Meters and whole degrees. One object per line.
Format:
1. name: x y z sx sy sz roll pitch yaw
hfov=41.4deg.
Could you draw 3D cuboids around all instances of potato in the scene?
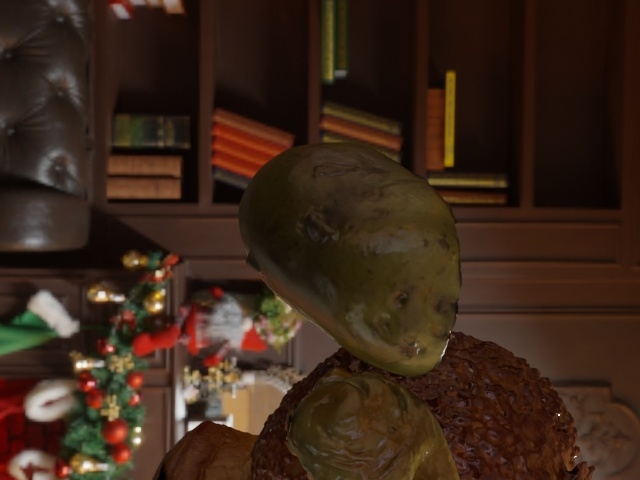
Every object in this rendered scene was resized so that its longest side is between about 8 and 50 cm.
1. potato: 0.000 0.000 0.729 0.271 0.111 0.160 42 -59 50

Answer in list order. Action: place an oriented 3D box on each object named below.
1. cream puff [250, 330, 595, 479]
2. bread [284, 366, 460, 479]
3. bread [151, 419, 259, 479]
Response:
1. cream puff: 0.095 0.201 0.842 0.350 0.350 0.229 -122 -150 -88
2. bread: 0.057 0.186 0.525 0.128 0.087 0.232 -64 133 -76
3. bread: -0.127 0.328 0.983 0.270 0.142 0.196 -67 158 -65
